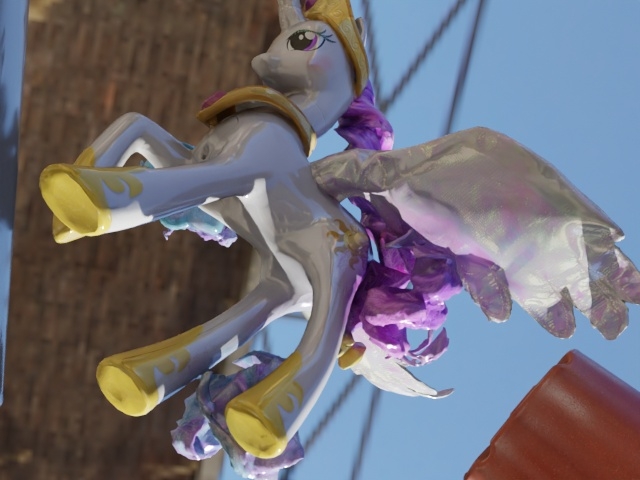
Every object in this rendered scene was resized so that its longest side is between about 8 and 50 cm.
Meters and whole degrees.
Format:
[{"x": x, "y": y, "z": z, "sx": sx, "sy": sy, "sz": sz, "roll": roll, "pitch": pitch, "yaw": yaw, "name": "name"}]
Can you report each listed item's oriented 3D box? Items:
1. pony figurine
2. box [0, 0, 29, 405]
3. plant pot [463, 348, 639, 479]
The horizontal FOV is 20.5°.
[{"x": 0.000, "y": 0.000, "z": 1.225, "sx": 0.303, "sy": 0.351, "sz": 0.363, "roll": -30, "pitch": -170, "yaw": 44, "name": "pony figurine"}, {"x": -0.307, "y": -0.093, "z": 0.770, "sx": 0.179, "sy": 0.343, "sz": 0.312, "roll": 105, "pitch": -13, "yaw": -77, "name": "box"}, {"x": 0.319, "y": 0.277, "z": 1.957, "sx": 0.272, "sy": 0.265, "sz": 0.272, "roll": -48, "pitch": 168, "yaw": -14, "name": "plant pot"}]
